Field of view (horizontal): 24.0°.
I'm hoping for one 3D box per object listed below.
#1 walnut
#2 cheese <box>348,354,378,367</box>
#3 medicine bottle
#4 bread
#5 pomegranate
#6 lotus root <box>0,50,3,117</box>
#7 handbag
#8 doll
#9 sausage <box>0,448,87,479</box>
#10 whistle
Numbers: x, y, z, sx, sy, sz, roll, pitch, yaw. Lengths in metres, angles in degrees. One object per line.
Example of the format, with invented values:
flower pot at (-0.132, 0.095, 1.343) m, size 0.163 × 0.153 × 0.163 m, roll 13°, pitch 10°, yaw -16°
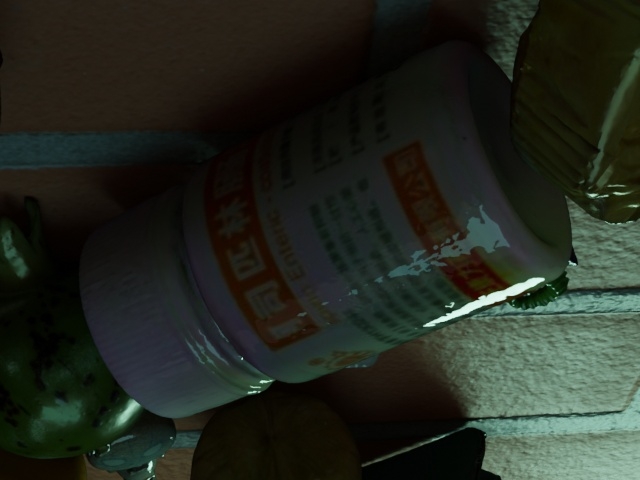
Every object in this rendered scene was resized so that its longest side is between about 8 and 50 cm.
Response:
walnut at (-0.050, 0.267, 1.704) m, size 0.195 × 0.195 × 0.221 m, roll -4°, pitch 147°, yaw -4°
cheese at (-0.062, 0.123, 1.613) m, size 0.255 × 0.050 × 0.127 m, roll -2°, pitch 144°, yaw -10°
medicine bottle at (0.000, 0.000, 1.294) m, size 0.388 × 0.219 × 0.219 m, roll -23°, pitch 143°, yaw 25°
bread at (0.242, -0.141, 1.143) m, size 0.179 × 0.133 × 0.250 m, roll -10°, pitch 130°, yaw -29°
pomegranate at (-0.252, 0.086, 1.422) m, size 0.211 × 0.211 × 0.263 m, roll -15°, pitch 104°, yaw 13°
lotus root at (-0.364, -0.085, 1.159) m, size 0.291 × 0.193 × 0.193 m, roll -30°, pitch 140°, yaw 35°
handbag at (0.085, 0.354, 1.798) m, size 0.274 × 0.269 × 0.100 m, roll -25°, pitch 104°, yaw 20°
doll at (0.195, 0.024, 1.512) m, size 0.115 × 0.050 × 0.190 m, roll -30°, pitch 142°, yaw 24°
sausage at (-0.376, 0.252, 1.706) m, size 0.238 × 0.098 × 0.098 m, roll 16°, pitch 140°, yaw -26°
whistle at (-0.219, 0.242, 1.760) m, size 0.107 × 0.057 × 0.220 m, roll -17°, pitch 152°, yaw -9°
